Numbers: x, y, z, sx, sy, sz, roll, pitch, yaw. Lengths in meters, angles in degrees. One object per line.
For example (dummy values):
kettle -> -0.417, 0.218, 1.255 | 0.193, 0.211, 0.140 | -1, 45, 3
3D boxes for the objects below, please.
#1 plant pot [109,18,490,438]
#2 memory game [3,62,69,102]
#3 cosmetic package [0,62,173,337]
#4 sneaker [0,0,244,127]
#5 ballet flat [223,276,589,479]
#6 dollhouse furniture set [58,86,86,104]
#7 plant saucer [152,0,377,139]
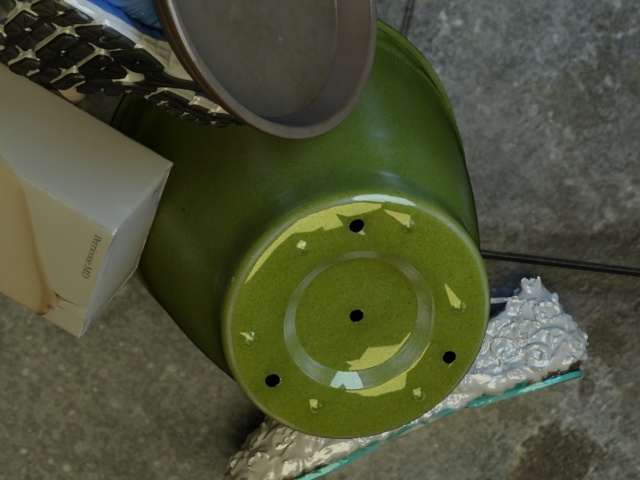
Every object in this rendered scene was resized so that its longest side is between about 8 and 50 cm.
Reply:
plant pot -> 0.000, 0.000, 1.837 | 0.366, 0.353, 0.366 | -5, 114, -11
memory game -> -0.315, -0.168, 1.880 | 0.186, 0.012, 0.186 | -5, 114, -11
cosmetic package -> -0.304, -0.066, 1.775 | 0.309, 0.113, 0.160 | 30, 136, 7
sneaker -> -0.156, -0.199, 1.643 | 0.330, 0.129, 0.147 | 16, 66, -46
ballet flat -> 0.076, 0.145, 2.063 | 0.409, 0.147, 0.147 | -20, 116, -7
dollhouse furniture set -> -0.194, -0.359, 1.682 | 0.362, 0.256, 0.394 | -41, 115, 4
plant saucer -> -0.052, -0.216, 1.640 | 0.041, 0.278, 0.278 | -13, 124, 38
